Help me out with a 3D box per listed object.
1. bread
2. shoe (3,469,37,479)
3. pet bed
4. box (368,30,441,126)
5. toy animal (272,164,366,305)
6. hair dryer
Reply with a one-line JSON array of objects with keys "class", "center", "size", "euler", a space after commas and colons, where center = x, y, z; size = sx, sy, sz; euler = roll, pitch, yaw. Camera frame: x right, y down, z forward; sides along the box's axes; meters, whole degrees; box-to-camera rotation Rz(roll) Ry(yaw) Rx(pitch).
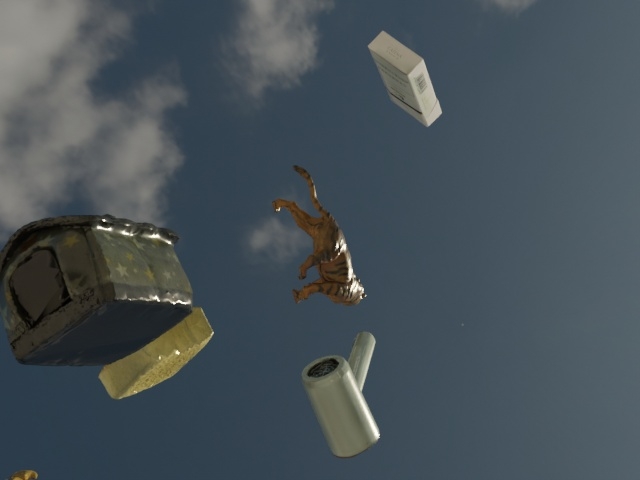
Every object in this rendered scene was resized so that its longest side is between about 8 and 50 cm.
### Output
[{"class": "bread", "center": [-0.268, 0.182, 1.460], "size": [0.188, 0.125, 0.068], "euler": [-43, -108, 47]}, {"class": "shoe", "center": [-0.474, 0.401, 1.446], "size": [0.069, 0.109, 0.072], "euler": [8, -126, -17]}, {"class": "pet bed", "center": [-0.281, 0.046, 1.117], "size": [0.183, 0.211, 0.159], "euler": [-33, -110, 20]}, {"class": "box", "center": [0.127, -0.236, 1.351], "size": [0.084, 0.154, 0.040], "euler": [39, -95, 27]}, {"class": "toy animal", "center": [0.003, 0.004, 1.440], "size": [0.116, 0.114, 0.255], "euler": [-17, -68, -12]}, {"class": "hair dryer", "center": [0.048, 0.190, 1.318], "size": [0.073, 0.236, 0.131], "euler": [-14, -69, 23]}]
